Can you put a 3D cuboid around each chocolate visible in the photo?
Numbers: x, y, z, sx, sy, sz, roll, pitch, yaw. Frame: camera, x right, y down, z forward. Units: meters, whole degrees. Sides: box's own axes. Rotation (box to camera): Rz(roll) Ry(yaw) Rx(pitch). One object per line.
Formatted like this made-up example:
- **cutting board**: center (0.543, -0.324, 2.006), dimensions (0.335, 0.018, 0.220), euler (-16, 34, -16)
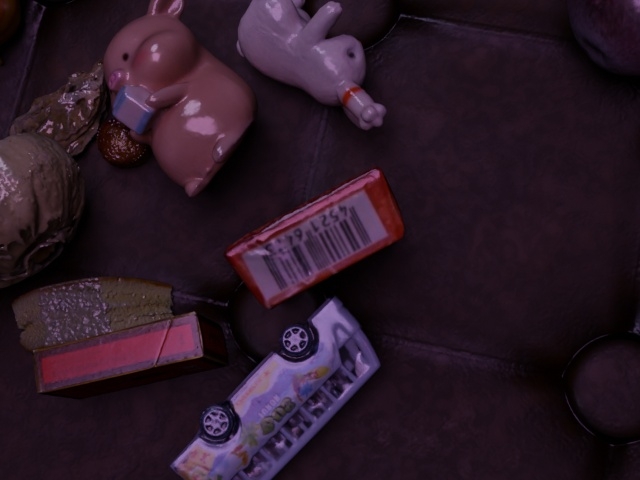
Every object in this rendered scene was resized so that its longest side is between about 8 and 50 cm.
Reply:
- **chocolate**: center (0.000, 0.000, 1.345), dimensions (0.237, 0.235, 0.108), euler (-30, 89, 0)

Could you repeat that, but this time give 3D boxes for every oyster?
- **oyster**: center (-0.413, -0.187, 1.516), dimensions (0.209, 0.072, 0.133), euler (-24, 73, 4)

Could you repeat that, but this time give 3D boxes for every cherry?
- **cherry**: center (0.461, -0.342, 1.374), dimensions (0.213, 0.183, 0.266), euler (-29, 60, -8)

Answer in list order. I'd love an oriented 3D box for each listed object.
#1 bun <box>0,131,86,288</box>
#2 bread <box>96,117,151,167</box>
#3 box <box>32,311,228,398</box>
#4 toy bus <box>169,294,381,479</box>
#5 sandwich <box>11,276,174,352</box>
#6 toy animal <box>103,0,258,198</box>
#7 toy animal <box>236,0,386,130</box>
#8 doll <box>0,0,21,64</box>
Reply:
- **bun**: center (-0.450, -0.028, 1.402), dimensions (0.259, 0.259, 0.152), euler (-38, 80, -1)
- **bread**: center (-0.306, -0.154, 1.502), dimensions (0.085, 0.053, 0.085), euler (-2, 77, 8)
- **box**: center (-0.266, 0.168, 1.378), dimensions (0.239, 0.153, 0.074), euler (-14, 72, 5)
- **toy bus**: center (-0.058, 0.229, 1.364), dimensions (0.136, 0.109, 0.330), euler (44, 87, 4)
- **sandwich**: center (-0.349, 0.109, 1.436), dimensions (0.258, 0.096, 0.094), euler (-11, 82, 8)
- **toy animal**: center (-0.219, -0.208, 1.425), dimensions (0.256, 0.213, 0.195), euler (43, 126, -3)
- **toy animal**: center (0.009, -0.274, 1.446), dimensions (0.282, 0.140, 0.138), euler (32, 93, 16)
- **doll**: center (-0.541, -0.436, 1.542), dimensions (0.162, 0.166, 0.270), euler (13, 83, 12)
